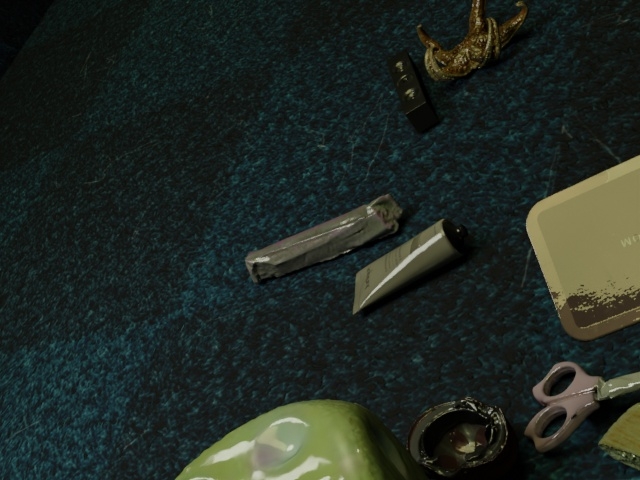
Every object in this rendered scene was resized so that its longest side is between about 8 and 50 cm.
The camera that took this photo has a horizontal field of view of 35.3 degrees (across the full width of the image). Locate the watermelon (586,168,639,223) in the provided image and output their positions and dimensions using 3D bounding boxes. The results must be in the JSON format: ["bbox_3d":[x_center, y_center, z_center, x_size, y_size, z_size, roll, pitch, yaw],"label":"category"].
[{"bbox_3d":[0.350,-0.043,1.155,0.110,0.078,0.078,-29,35,21],"label":"watermelon"}]

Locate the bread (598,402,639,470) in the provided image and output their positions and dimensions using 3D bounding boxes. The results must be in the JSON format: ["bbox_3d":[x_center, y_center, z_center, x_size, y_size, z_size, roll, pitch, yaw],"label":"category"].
[{"bbox_3d":[0.363,0.179,0.922,0.112,0.036,0.193,-48,32,-22],"label":"bread"}]

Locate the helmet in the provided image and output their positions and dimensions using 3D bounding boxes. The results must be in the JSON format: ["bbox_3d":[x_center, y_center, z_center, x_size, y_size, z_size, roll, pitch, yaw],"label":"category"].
[{"bbox_3d":[0.156,0.221,1.051,0.123,0.070,0.098,-3,42,54],"label":"helmet"}]

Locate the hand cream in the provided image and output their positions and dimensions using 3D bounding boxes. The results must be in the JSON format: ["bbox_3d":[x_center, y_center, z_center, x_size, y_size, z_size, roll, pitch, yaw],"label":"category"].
[{"bbox_3d":[0.117,0.030,1.338,0.186,0.054,0.087,-32,29,26],"label":"hand cream"}]

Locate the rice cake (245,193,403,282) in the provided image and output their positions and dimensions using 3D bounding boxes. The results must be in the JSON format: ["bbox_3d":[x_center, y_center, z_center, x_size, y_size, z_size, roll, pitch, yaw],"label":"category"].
[{"bbox_3d":[0.000,0.001,1.483,0.269,0.055,0.049,-23,33,29],"label":"rice cake"}]

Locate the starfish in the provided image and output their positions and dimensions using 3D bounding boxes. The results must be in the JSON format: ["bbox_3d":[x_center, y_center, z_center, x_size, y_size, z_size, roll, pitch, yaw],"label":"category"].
[{"bbox_3d":[0.246,-0.330,1.595,0.189,0.074,0.146,-24,38,25],"label":"starfish"}]

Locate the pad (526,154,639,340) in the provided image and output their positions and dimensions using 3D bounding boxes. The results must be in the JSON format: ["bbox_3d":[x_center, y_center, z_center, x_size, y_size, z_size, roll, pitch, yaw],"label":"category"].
[{"bbox_3d":[0.364,-0.011,1.091,0.266,0.002,0.176,-26,65,23],"label":"pad"}]

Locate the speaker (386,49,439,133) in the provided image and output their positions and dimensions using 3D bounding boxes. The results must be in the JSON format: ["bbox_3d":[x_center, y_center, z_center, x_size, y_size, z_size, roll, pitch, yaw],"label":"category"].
[{"bbox_3d":[0.147,-0.242,1.621,0.040,0.046,0.191,-30,33,14],"label":"speaker"}]

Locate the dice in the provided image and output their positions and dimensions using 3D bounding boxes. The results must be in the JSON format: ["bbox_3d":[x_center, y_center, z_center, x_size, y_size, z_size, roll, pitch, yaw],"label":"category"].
[{"bbox_3d":[0.001,0.319,0.926,0.252,0.254,0.250,-34,34,9],"label":"dice"}]

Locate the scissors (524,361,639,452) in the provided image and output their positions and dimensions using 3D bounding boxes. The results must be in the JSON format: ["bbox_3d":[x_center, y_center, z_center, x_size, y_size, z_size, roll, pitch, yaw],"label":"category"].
[{"bbox_3d":[0.290,0.149,1.003,0.212,0.021,0.110,-28,30,44],"label":"scissors"}]
